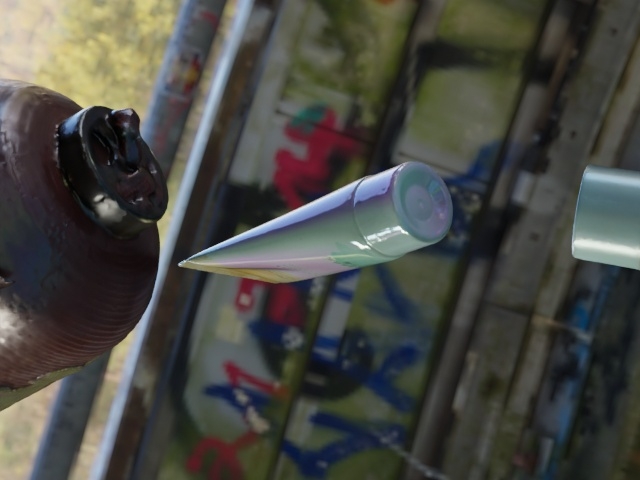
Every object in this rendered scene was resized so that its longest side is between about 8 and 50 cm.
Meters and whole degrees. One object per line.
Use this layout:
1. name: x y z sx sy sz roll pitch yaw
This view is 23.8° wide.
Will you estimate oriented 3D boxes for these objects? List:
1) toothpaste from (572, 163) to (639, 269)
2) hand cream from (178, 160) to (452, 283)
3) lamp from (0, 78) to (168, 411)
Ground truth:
1. toothpaste: 0.189 0.007 0.511 0.056 0.205 0.036 -11 -70 -75
2. hand cream: 0.000 0.000 0.866 0.174 0.076 0.047 -19 65 46
3. lamp: -0.198 0.011 0.852 0.258 0.180 0.180 -28 42 25
